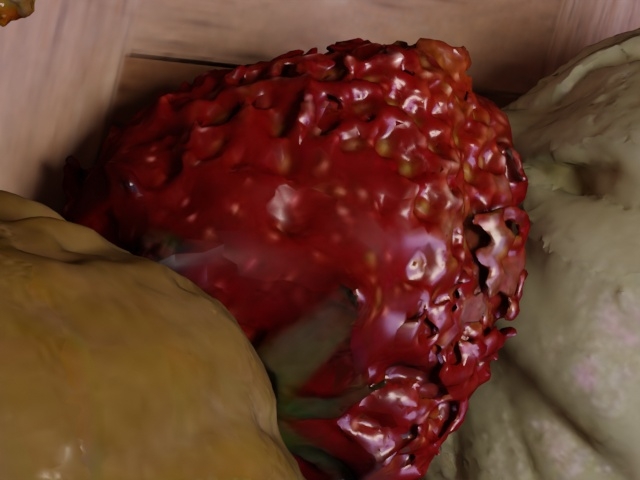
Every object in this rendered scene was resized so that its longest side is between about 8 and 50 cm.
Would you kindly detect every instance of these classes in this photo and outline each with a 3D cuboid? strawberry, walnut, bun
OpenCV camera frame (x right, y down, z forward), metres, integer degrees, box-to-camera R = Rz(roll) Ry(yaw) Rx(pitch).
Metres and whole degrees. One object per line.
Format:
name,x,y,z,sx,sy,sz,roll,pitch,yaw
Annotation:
strawberry,0.000,0.000,0.677,0.201,0.187,0.184,-49,175,-23
walnut,-0.134,0.097,0.507,0.257,0.224,0.257,12,67,-30
bun,0.148,0.034,0.840,0.365,0.219,0.365,-56,174,-9

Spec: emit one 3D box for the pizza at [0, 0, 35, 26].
pizza,-0.082,-0.206,0.535,0.288,0.074,0.251,-46,137,-30
